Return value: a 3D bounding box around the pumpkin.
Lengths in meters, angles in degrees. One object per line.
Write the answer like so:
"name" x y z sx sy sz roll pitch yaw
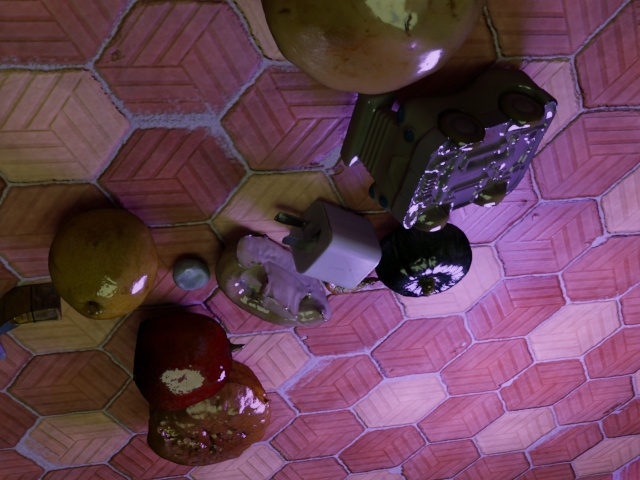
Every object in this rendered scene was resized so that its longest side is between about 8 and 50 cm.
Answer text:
"pumpkin" 0.218 0.045 1.876 0.212 0.152 0.211 -6 141 -5

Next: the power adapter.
"power adapter" 0.000 0.000 1.774 0.205 0.130 0.125 20 128 -33

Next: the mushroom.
"mushroom" -0.116 0.104 1.847 0.151 0.156 0.286 -30 127 33

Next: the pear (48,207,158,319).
"pear" -0.403 0.050 1.644 0.209 0.208 0.208 -9 139 -8

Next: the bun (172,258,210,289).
"bun" -0.269 0.068 1.824 0.083 0.045 0.083 -11 142 -9

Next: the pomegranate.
"pomegranate" 0.082 -0.364 1.262 0.333 0.332 0.332 -9 139 -8

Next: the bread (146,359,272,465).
"bread" -0.276 0.413 2.118 0.312 0.172 0.312 -11 135 -11

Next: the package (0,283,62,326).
"package" -0.587 0.130 1.770 0.131 0.071 0.047 -6 144 -9

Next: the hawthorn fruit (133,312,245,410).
"hawthorn fruit" -0.288 0.255 1.918 0.250 0.215 0.215 -16 140 -15

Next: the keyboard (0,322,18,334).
"keyboard" -0.672 0.188 1.784 0.176 0.014 0.055 -29 156 -32

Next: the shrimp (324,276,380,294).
"shrimp" 0.073 0.087 1.972 0.127 0.025 0.091 -7 137 -6

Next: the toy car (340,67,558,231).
"toy car" 0.234 -0.187 1.612 0.336 0.226 0.242 -23 146 -34

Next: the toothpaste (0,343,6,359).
"toothpaste" -0.719 0.162 1.763 0.125 0.080 0.371 -14 144 -20
